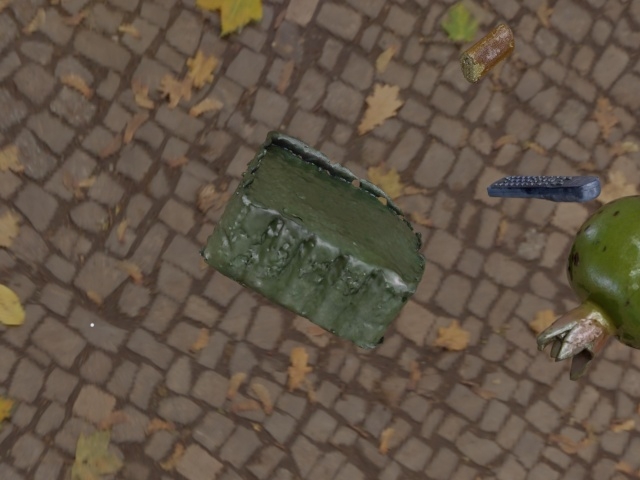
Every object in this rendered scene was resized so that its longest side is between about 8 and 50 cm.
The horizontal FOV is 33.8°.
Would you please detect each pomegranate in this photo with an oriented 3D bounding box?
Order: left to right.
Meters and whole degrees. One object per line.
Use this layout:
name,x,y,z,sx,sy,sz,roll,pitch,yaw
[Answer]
pomegranate,0.251,0.045,0.837,0.129,0.129,0.159,23,83,-9

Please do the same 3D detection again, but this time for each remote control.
remote control,0.271,-0.063,1.271,0.043,0.152,0.027,-35,115,-31

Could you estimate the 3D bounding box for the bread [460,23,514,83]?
bread,0.223,-0.252,1.417,0.083,0.036,0.047,-39,132,-23

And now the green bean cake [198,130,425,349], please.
green bean cake,0.000,0.000,1.293,0.255,0.241,0.132,29,112,-8
